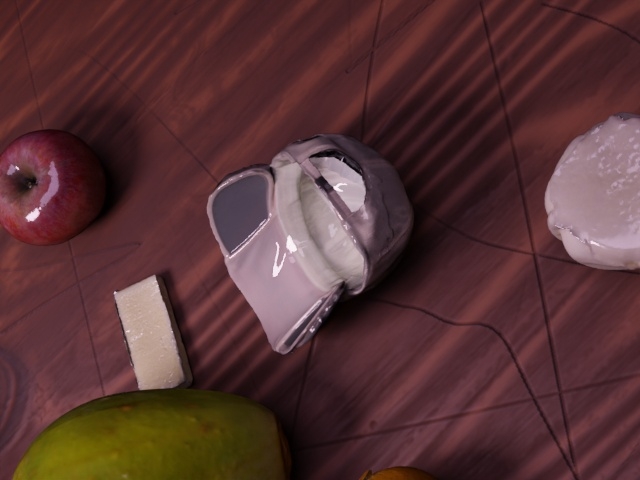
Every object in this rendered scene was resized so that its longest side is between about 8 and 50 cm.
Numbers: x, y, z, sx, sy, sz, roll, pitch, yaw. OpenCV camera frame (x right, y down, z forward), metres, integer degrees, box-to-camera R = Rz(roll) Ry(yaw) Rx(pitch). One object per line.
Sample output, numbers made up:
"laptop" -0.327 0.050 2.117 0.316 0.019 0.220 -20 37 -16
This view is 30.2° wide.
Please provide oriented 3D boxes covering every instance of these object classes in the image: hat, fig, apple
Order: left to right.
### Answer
"apple" -0.347 -0.068 1.520 0.153 0.120 0.153 -7 75 26
"fig" -0.185 0.286 1.325 0.326 0.258 0.258 -24 70 -10
"hat" -0.007 0.006 1.363 0.275 0.161 0.232 -52 52 30

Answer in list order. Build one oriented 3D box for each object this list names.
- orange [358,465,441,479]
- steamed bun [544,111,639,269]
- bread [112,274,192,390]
"orange" 0.082 0.318 1.265 0.134 0.154 0.155 -14 69 62
"steamed bun" 0.332 -0.046 1.257 0.182 0.106 0.183 -6 74 21
"bread" -0.209 0.122 1.477 0.068 0.028 0.154 -25 70 15
